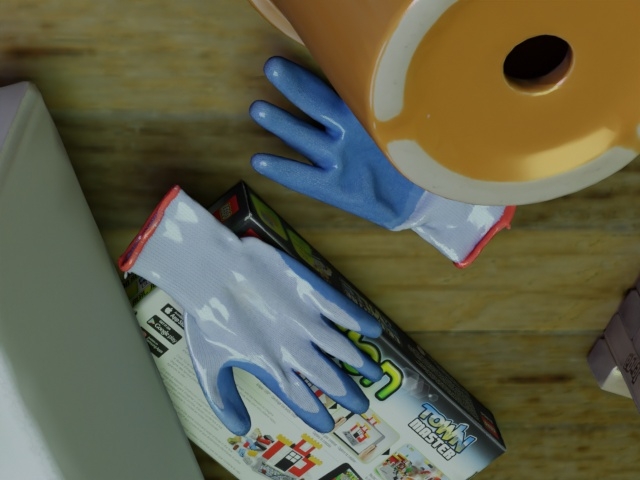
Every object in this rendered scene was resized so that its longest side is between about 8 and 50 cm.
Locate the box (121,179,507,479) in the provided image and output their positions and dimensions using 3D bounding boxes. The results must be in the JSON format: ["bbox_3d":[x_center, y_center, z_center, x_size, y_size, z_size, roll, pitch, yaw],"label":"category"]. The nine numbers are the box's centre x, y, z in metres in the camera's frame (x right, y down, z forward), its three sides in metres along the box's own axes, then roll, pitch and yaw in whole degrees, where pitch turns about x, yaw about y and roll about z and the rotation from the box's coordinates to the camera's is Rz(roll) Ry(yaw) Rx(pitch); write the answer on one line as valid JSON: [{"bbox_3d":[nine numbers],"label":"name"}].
[{"bbox_3d":[-0.011,0.076,0.914,0.114,0.036,0.207,-39,118,13],"label":"box"}]

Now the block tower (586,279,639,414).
[{"bbox_3d":[0.259,-0.037,0.862,0.091,0.097,0.335,19,116,-18],"label":"block tower"}]

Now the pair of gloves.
[{"bbox_3d":[0.000,0.000,0.845,0.159,0.023,0.198,39,86,-27],"label":"pair of gloves"}]

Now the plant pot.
[{"bbox_3d":[0.061,-0.121,0.702,0.205,0.188,0.205,-7,135,-7],"label":"plant pot"}]

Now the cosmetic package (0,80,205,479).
[{"bbox_3d":[-0.173,0.174,0.851,0.230,0.161,0.453,-11,122,12],"label":"cosmetic package"}]
